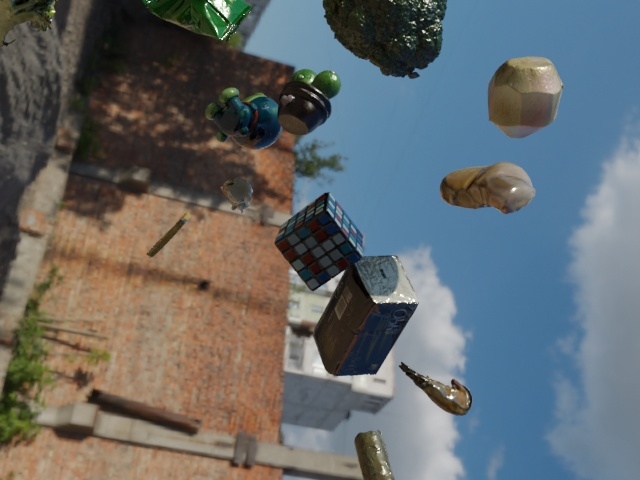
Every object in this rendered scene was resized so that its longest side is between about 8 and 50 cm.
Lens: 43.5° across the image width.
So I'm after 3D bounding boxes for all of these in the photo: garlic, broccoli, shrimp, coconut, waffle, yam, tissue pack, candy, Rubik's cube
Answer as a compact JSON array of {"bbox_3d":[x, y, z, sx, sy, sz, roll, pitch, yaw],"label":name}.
[{"bbox_3d":[0.385,-0.125,1.820,0.217,0.228,0.110,6,-82,36],"label":"garlic"},{"bbox_3d":[-0.753,-0.615,1.947,0.273,0.242,0.180,-48,-151,46],"label":"broccoli"},{"bbox_3d":[0.362,0.459,2.541,0.117,0.262,0.066,-46,173,-47],"label":"shrimp"},{"bbox_3d":[0.572,-0.401,2.260,0.237,0.197,0.237,1,90,-88],"label":"coconut"},{"bbox_3d":[-0.434,-0.016,2.303,0.153,0.023,0.097,-45,-172,11],"label":"waffle"},{"bbox_3d":[0.169,-0.573,2.066,0.304,0.321,0.283,-59,-167,-10],"label":"broccoli"},{"bbox_3d":[0.156,0.637,2.191,0.259,0.093,0.093,-106,-150,-43],"label":"yam"},{"bbox_3d":[0.132,0.232,2.482,0.210,0.198,0.370,-109,-147,-42],"label":"tissue pack"},{"bbox_3d":[-0.249,-0.485,1.653,0.078,0.203,0.141,96,18,-61],"label":"candy"},{"bbox_3d":[0.000,0.000,2.278,0.187,0.184,0.182,-36,-167,15],"label":"Rubik's cube"}]

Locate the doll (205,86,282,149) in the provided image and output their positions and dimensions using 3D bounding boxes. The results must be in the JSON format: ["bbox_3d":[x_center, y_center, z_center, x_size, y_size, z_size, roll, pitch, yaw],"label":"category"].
[{"bbox_3d":[-0.250,-0.414,2.789,0.198,0.322,0.186,-41,-106,28],"label":"doll"}]

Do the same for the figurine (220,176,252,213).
[{"bbox_3d":[-0.238,-0.139,2.333,0.098,0.081,0.146,63,-12,5],"label":"figurine"}]

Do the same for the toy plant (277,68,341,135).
[{"bbox_3d":[-0.042,-0.454,2.552,0.218,0.175,0.235,3,-124,46],"label":"toy plant"}]
